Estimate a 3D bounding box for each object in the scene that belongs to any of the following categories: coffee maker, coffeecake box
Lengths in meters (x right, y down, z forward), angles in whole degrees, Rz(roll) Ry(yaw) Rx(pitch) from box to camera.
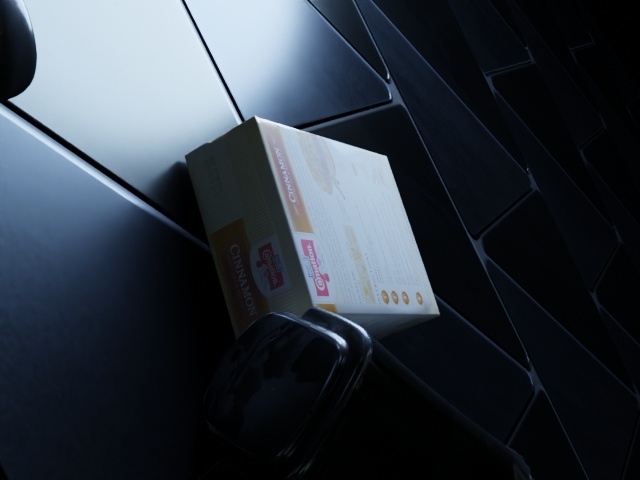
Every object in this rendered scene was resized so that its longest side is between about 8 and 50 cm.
[{"bbox_3d":[0.043,0.123,0.556,0.178,0.171,0.120,40,53,-35],"label":"coffee maker"},{"bbox_3d":[0.000,0.000,0.690,0.185,0.068,0.142,8,61,-58],"label":"coffeecake box"}]

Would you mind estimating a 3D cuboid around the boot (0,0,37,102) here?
[{"bbox_3d":[-0.229,-0.149,0.411,0.244,0.088,0.176,61,27,-23],"label":"boot"}]
